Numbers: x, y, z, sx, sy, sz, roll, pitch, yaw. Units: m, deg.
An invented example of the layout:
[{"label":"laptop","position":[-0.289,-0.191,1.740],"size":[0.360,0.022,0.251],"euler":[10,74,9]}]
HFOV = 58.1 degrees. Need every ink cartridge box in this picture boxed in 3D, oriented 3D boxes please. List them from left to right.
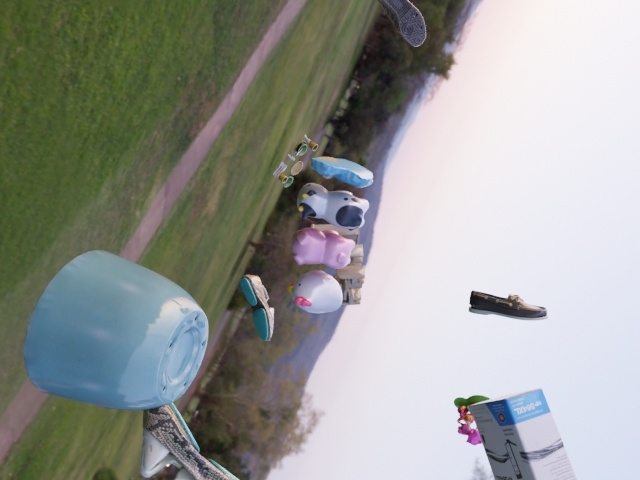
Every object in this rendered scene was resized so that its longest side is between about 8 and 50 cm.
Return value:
[{"label":"ink cartridge box","position":[0.377,0.391,1.072],"size":[0.148,0.086,0.203],"euler":[122,-45,-65]}]

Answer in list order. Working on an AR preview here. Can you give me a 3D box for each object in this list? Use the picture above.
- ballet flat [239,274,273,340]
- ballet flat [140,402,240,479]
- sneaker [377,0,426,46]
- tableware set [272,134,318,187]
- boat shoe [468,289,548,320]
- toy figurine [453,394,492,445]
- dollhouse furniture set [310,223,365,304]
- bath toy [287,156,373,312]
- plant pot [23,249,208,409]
[{"label":"ballet flat","position":[-0.173,0.195,1.715],"size":[0.073,0.206,0.067],"euler":[-22,175,42]},{"label":"ballet flat","position":[-0.339,0.587,1.468],"size":[0.182,0.483,0.164],"euler":[-40,169,-28]},{"label":"sneaker","position":[0.198,-0.574,1.442],"size":[0.066,0.188,0.071],"euler":[-36,-156,8]},{"label":"tableware set","position":[-0.066,-0.221,1.644],"size":[0.154,0.024,0.104],"euler":[-51,156,1]},{"label":"boat shoe","position":[0.551,0.190,1.698],"size":[0.081,0.228,0.068],"euler":[-4,97,-62]},{"label":"toy figurine","position":[0.542,0.650,2.056],"size":[0.159,0.173,0.130],"euler":[-54,139,-46]},{"label":"dollhouse furniture set","position":[0.052,0.073,1.918],"size":[0.212,0.161,0.242],"euler":[92,-4,-61]},{"label":"bath toy","position":[0.000,0.000,1.236],"size":[0.129,0.152,0.348],"euler":[-15,121,-57]},{"label":"plant pot","position":[-0.360,0.188,1.104],"size":[0.293,0.235,0.292],"euler":[15,90,-76]}]
